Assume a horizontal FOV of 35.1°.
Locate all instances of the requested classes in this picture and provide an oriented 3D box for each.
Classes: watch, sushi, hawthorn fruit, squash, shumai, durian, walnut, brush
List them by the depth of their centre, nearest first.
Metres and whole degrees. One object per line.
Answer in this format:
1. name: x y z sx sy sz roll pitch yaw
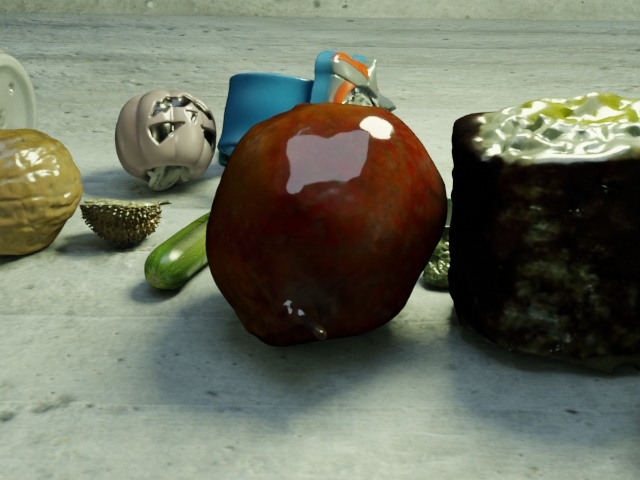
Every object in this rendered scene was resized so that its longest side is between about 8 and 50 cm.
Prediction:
1. sushi: 0.301 -0.023 1.263 0.299 0.294 0.281 9 28 21
2. hawthorn fruit: 0.002 -0.013 1.272 0.308 0.325 0.308 17 -18 6
3. shumai: 0.180 0.018 1.428 0.083 0.080 0.082 -9 27 -26
4. squash: -0.182 0.010 1.460 0.066 0.066 0.229 10 25 21
5. walnut: -0.459 -0.076 1.502 0.213 0.213 0.213 1 24 0
6. durian: -0.293 -0.030 1.537 0.140 0.071 0.110 -6 11 -20
7. watch: -0.018 -0.199 1.765 0.274 0.241 0.305 7 -6 30
8. brush: -0.173 -0.189 1.952 0.043 0.032 0.193 -1 25 -4

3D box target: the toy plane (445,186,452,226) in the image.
1. toy plane: 0.158 -0.032 1.512 0.174 0.080 0.174 1 -15 0

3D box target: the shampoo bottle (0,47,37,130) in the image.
1. shampoo bottle: -0.633 -0.204 1.675 0.266 0.273 0.273 0 23 13

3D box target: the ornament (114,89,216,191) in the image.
1. ornament: -0.265 -0.169 1.740 0.177 0.177 0.177 1 24 0
